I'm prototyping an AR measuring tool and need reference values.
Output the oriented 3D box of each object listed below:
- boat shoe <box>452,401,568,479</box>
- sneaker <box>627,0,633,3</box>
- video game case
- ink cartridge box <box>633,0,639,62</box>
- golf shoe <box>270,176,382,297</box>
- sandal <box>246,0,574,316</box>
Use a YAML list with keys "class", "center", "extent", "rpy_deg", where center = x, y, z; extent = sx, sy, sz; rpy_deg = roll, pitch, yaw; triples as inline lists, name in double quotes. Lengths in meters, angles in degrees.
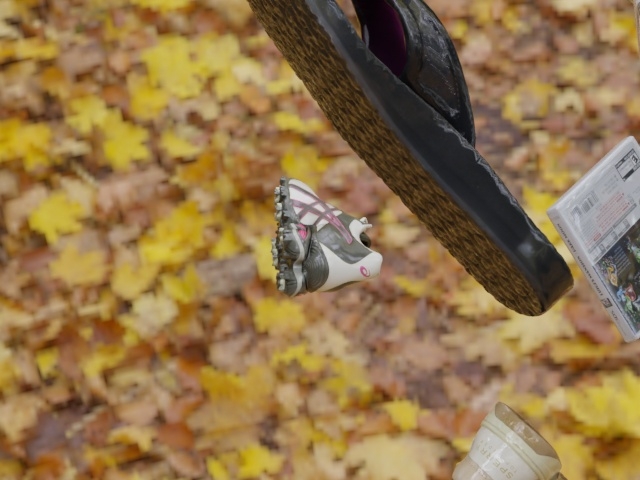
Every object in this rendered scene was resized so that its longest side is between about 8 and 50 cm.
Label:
- class: "boat shoe"
  center: [0.189, 0.251, 1.680]
  extent: [0.109, 0.302, 0.098]
  rpy_deg: [40, 83, 23]
- class: "sneaker"
  center: [0.389, -0.250, 1.539]
  extent: [0.297, 0.129, 0.111]
  rpy_deg: [-3, 62, 62]
- class: "video game case"
  center: [0.345, -0.004, 1.889]
  extent: [0.022, 0.173, 0.190]
  rpy_deg: [-26, 9, 45]
- class: "ink cartridge box"
  center: [0.268, -0.059, 1.076]
  extent: [0.115, 0.198, 0.273]
  rpy_deg: [-7, 28, 11]
- class: "golf shoe"
  center: [0.000, 0.000, 2.064]
  extent: [0.120, 0.105, 0.273]
  rpy_deg: [1, 22, -6]
- class: "sandal"
  center: [0.080, -0.126, 1.502]
  extent: [0.107, 0.446, 0.167]
  rpy_deg: [-44, 13, -14]
